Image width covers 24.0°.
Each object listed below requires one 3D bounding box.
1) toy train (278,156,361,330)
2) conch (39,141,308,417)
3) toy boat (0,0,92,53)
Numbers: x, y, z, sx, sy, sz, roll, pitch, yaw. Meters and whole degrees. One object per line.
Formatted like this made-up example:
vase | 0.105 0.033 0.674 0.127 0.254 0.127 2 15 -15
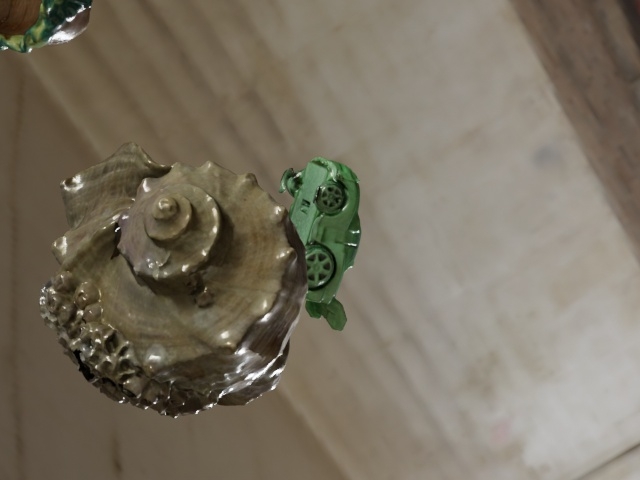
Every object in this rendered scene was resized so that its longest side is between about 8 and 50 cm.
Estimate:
toy train | 0.000 0.000 1.414 0.081 0.149 0.099 18 -178 -25
conch | -0.089 0.033 0.955 0.245 0.163 0.178 72 172 -60
toy boat | -0.316 -0.235 1.413 0.293 0.108 0.099 13 180 38
